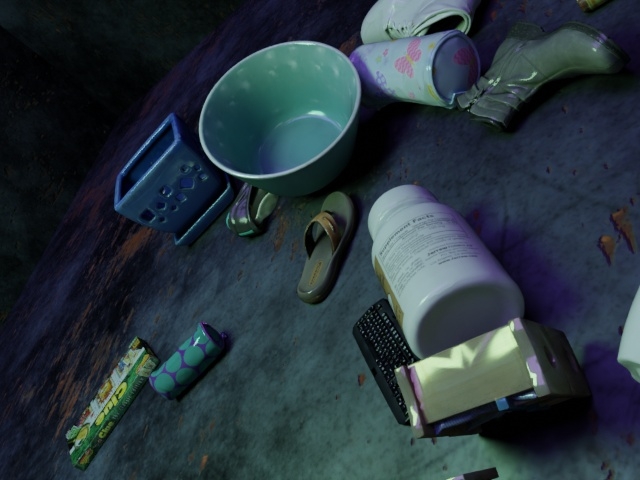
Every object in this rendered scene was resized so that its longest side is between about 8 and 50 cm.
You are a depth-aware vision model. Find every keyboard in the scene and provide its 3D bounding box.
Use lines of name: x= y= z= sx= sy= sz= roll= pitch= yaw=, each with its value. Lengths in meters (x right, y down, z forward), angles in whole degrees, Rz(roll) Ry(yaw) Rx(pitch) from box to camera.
keyboard: x=0.093 y=0.131 z=0.737 sx=0.100 sy=0.038 sz=0.192 roll=-45 pitch=32 yaw=9

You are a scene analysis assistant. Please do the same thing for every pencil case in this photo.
pencil case: x=0.154 y=-0.297 z=1.039 sx=0.273 sy=0.113 sz=0.124 roll=19 pitch=104 yaw=58
pencil case: x=-0.241 y=0.217 z=1.060 sx=0.152 sy=0.064 sz=0.070 roll=-46 pitch=47 yaw=8

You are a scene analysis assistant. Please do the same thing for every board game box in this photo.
board game box: x=-0.442 y=0.337 z=1.236 sx=0.260 sy=0.030 sz=0.136 roll=-56 pitch=33 yaw=-9

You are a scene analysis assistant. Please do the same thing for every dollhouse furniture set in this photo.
dollhouse furniture set: x=0.175 y=0.184 z=0.517 sx=0.129 sy=0.129 sz=0.184 roll=-31 pitch=60 yaw=29

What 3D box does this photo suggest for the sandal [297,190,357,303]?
sandal: x=0.000 y=0.000 z=0.978 sx=0.090 sy=0.060 sz=0.219 roll=-12 pitch=48 yaw=47

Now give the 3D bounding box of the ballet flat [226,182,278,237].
ballet flat: x=-0.106 y=-0.132 z=1.244 sx=0.096 sy=0.095 sz=0.280 roll=6 pitch=72 yaw=44

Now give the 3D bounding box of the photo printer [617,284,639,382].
photo printer: x=0.353 y=0.038 z=0.333 sx=0.256 sy=0.107 sz=0.307 roll=-53 pitch=30 yaw=-3

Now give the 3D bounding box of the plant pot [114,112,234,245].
plant pot: x=-0.352 y=-0.140 z=1.447 sx=0.236 sy=0.212 sz=0.236 roll=-45 pitch=31 yaw=9

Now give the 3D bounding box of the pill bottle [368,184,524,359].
pill bottle: x=0.133 y=0.029 z=0.700 sx=0.131 sy=0.131 sz=0.229 roll=-42 pitch=31 yaw=15

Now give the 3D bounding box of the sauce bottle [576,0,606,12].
sauce bottle: x=0.430 y=-0.378 z=0.833 sx=0.128 sy=0.042 sz=0.042 roll=-29 pitch=37 yaw=36

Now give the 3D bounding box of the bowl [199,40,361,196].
bowl: x=-0.055 y=-0.208 z=1.113 sx=0.311 sy=0.163 sz=0.311 roll=-8 pitch=61 yaw=15

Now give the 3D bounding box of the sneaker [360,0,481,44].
sneaker: x=0.177 y=-0.420 z=1.151 sx=0.292 sy=0.108 sz=0.169 roll=-13 pitch=44 yaw=44

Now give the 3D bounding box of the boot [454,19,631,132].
boot: x=0.297 y=-0.216 z=0.817 sx=0.161 sy=0.083 sz=0.246 roll=-54 pitch=24 yaw=8
